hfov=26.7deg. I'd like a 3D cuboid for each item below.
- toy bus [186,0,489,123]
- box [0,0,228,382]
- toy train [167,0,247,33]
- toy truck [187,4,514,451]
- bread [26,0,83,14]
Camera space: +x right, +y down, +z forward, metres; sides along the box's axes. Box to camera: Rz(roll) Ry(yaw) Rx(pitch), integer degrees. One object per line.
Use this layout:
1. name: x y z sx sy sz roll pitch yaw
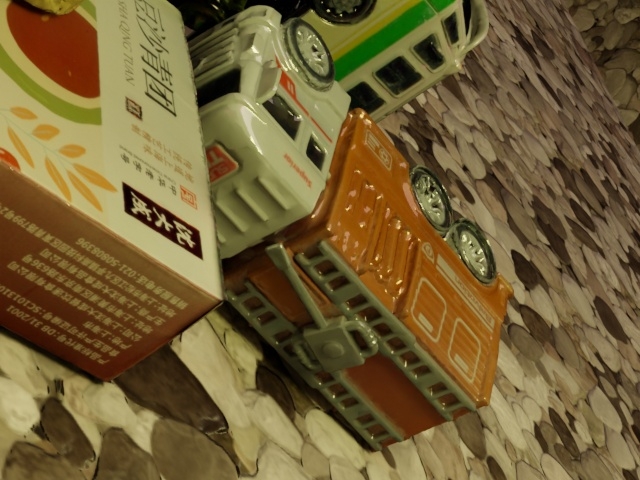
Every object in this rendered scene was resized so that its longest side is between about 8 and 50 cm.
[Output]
1. toy bus: 0.014 -0.194 1.311 0.179 0.305 0.143 45 23 -29
2. box: -0.254 -0.134 0.927 0.385 0.122 0.344 36 28 -38
3. toy train: -0.160 -0.247 1.167 0.137 0.226 0.090 49 52 -57
4. toy truck: 0.000 0.000 1.183 0.387 0.173 0.207 47 32 -25
5. bread: -0.183 -0.281 0.950 0.179 0.133 0.250 48 22 -24
